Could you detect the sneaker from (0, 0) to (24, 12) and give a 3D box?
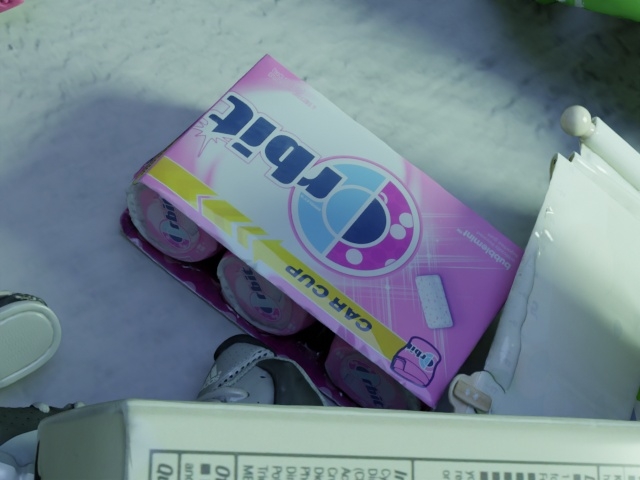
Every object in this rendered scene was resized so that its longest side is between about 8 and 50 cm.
[{"bbox_3d":[-0.256,-0.199,0.595,0.252,0.103,0.111,17,60,-9],"label":"sneaker"}]

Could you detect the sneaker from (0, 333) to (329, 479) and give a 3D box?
[{"bbox_3d":[-0.079,0.090,0.515,0.229,0.086,0.132,26,52,-15],"label":"sneaker"}]

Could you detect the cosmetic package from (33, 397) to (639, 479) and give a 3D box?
[{"bbox_3d":[0.050,0.141,0.424,0.296,0.129,0.153,8,77,-23],"label":"cosmetic package"}]

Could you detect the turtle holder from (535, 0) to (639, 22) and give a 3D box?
[{"bbox_3d":[0.290,-0.175,0.703,0.243,0.320,0.227,52,19,-22],"label":"turtle holder"}]

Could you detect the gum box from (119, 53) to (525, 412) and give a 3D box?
[{"bbox_3d":[0.000,0.000,0.592,0.188,0.062,0.107,38,58,5],"label":"gum box"}]

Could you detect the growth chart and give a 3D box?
[{"bbox_3d":[0.144,0.051,0.594,0.172,0.021,0.237,43,59,-27],"label":"growth chart"}]

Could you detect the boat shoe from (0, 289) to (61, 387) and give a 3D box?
[{"bbox_3d":[-0.180,0.057,0.518,0.125,0.038,0.046,-28,116,-23],"label":"boat shoe"}]
